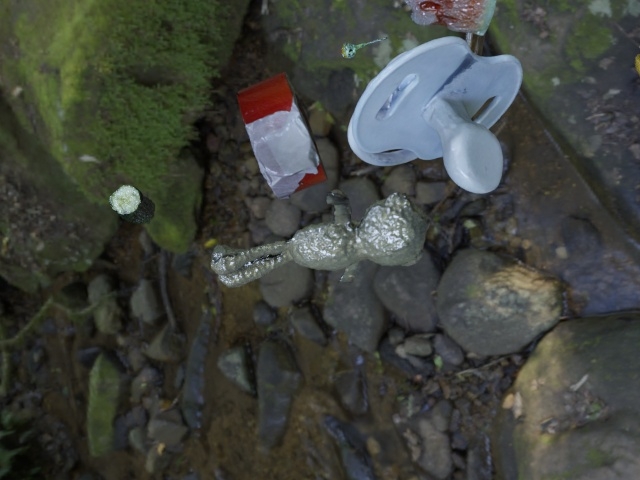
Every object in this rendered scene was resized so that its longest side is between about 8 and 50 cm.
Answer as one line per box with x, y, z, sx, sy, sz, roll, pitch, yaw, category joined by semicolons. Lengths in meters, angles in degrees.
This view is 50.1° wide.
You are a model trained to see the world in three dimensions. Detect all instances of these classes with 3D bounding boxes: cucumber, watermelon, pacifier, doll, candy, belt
-0.314;-0.057;1.162;0.187;0.058;0.058;170;92;-83;cucumber
0.205;-0.368;1.051;0.121;0.158;0.098;38;138;40;watermelon
0.171;-0.142;0.912;0.227;0.278;0.207;-53;54;34;pacifier
0.006;0.012;0.958;0.285;0.202;0.091;-32;36;18;doll
0.075;-0.330;1.163;0.083;0.023;0.025;-10;61;20;candy
-0.075;-0.207;1.349;0.324;0.115;0.227;-103;-11;-68;belt

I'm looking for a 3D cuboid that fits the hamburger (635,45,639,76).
0.644;-0.318;1.209;0.162;0.161;0.115;47;133;36;hamburger

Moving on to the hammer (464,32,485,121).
0.409;-0.421;1.919;0.095;0.242;0.409;-7;70;52;hammer
